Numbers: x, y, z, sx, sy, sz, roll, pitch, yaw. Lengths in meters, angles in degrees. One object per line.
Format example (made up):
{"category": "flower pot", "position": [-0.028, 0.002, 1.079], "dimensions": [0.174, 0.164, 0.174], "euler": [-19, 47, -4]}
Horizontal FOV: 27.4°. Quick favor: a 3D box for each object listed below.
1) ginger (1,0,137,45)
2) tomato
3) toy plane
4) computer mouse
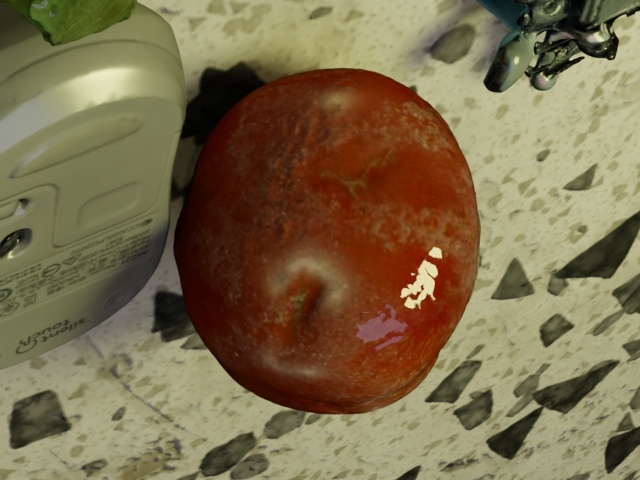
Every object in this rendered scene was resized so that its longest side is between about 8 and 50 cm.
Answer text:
{"category": "ginger", "position": [-0.041, -0.195, 0.527], "dimensions": [0.137, 0.089, 0.290], "euler": [25, 113, -30]}
{"category": "tomato", "position": [-0.001, 0.002, 0.863], "dimensions": [0.189, 0.232, 0.232], "euler": [11, 132, -8]}
{"category": "toy plane", "position": [0.217, -0.186, 0.913], "dimensions": [0.246, 0.078, 0.169], "euler": [-18, 141, -20]}
{"category": "computer mouse", "position": [-0.177, -0.037, 0.755], "dimensions": [0.184, 0.121, 0.297], "euler": [-30, 162, -24]}
